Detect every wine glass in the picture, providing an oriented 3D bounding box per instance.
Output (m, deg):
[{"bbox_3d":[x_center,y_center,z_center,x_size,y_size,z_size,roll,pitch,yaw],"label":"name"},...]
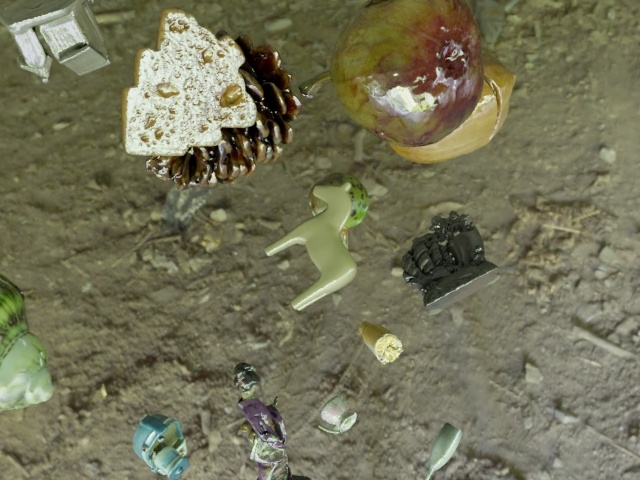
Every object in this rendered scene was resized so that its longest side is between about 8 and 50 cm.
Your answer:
[{"bbox_3d":[0.305,0.575,1.677,0.066,0.066,0.198,26,79,29],"label":"wine glass"}]

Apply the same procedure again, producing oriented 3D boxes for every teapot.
[{"bbox_3d":[0.036,0.392,1.412,0.064,0.064,0.083,38,88,32],"label":"teapot"}]

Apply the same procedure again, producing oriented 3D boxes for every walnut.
[{"bbox_3d":[0.258,-0.270,1.256,0.298,0.203,0.203,-28,49,-6],"label":"walnut"}]

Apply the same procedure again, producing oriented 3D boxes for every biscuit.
[{"bbox_3d":[-0.115,-0.119,0.525,0.130,0.119,0.019,-46,34,-14],"label":"biscuit"}]

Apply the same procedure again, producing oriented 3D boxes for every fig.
[{"bbox_3d":[0.068,-0.244,0.918,0.321,0.217,0.217,11,46,47],"label":"fig"}]

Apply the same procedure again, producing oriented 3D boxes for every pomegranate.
[{"bbox_3d":[0.046,-0.077,1.645,0.159,0.159,0.205,-2,84,7],"label":"pomegranate"}]

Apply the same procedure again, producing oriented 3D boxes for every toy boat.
[{"bbox_3d":[-0.289,0.398,1.224,0.102,0.215,0.088,32,57,21],"label":"toy boat"}]

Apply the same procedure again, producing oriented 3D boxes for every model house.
[{"bbox_3d":[-0.585,-0.458,1.442,0.229,0.188,0.122,-19,32,-1],"label":"model house"}]

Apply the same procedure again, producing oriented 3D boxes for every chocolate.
[{"bbox_3d":[0.155,0.264,1.753,0.086,0.085,0.219,-19,12,-9],"label":"chocolate"}]

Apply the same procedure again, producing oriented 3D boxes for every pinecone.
[{"bbox_3d":[-0.160,-0.192,0.981,0.224,0.224,0.272,31,59,32],"label":"pinecone"}]

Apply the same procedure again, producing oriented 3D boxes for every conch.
[{"bbox_3d":[-0.426,0.140,0.811,0.124,0.181,0.187,27,92,61],"label":"conch"}]

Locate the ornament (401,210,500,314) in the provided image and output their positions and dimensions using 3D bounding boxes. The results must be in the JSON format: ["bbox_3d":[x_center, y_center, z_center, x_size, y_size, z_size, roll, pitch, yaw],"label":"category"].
[{"bbox_3d":[0.332,0.041,1.738,0.251,0.106,0.260,-30,57,4],"label":"ornament"}]

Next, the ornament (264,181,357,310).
[{"bbox_3d":[0.000,0.000,1.423,0.245,0.061,0.230,-31,73,5],"label":"ornament"}]

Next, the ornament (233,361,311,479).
[{"bbox_3d":[-0.075,0.257,0.871,0.088,0.203,0.081,-5,8,29],"label":"ornament"}]
